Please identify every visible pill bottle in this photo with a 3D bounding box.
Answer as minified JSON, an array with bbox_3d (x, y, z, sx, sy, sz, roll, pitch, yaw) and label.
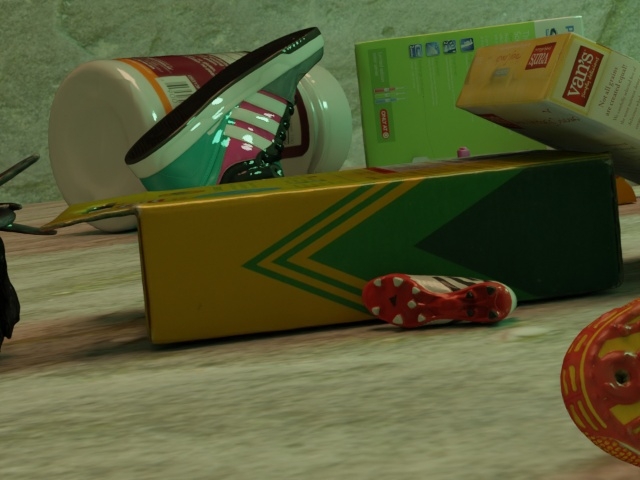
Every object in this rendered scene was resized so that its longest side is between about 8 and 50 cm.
[{"bbox_3d":[-0.152,-0.145,1.793,0.224,0.224,0.392,-2,7,42],"label":"pill bottle"}]

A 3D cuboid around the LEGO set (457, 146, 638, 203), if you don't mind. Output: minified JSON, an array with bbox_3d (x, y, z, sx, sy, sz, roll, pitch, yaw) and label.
[{"bbox_3d":[0.239,-0.078,1.299,0.227,0.093,0.087,-7,5,-5],"label":"LEGO set"}]

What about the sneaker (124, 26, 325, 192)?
[{"bbox_3d":[-0.071,-0.109,1.538,0.295,0.178,0.124,-42,22,-25],"label":"sneaker"}]

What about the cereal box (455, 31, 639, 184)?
[{"bbox_3d":[0.216,-0.057,0.790,0.240,0.047,0.173,22,1,-12],"label":"cereal box"}]

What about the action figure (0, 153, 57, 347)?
[{"bbox_3d":[-0.251,0.004,0.684,0.141,0.164,0.276,0,12,17],"label":"action figure"}]

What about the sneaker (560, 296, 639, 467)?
[{"bbox_3d":[0.137,0.042,0.399,0.175,0.064,0.067,-4,-17,-33],"label":"sneaker"}]

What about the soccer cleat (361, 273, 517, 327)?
[{"bbox_3d":[0.063,0.032,0.693,0.083,0.029,0.036,-1,-2,23],"label":"soccer cleat"}]

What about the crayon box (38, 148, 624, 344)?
[{"bbox_3d":[0.000,0.000,0.808,0.319,0.081,0.202,-6,5,-4],"label":"crayon box"}]

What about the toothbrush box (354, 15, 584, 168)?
[{"bbox_3d":[0.196,-0.162,1.659,0.283,0.206,0.122,-6,5,8],"label":"toothbrush box"}]
